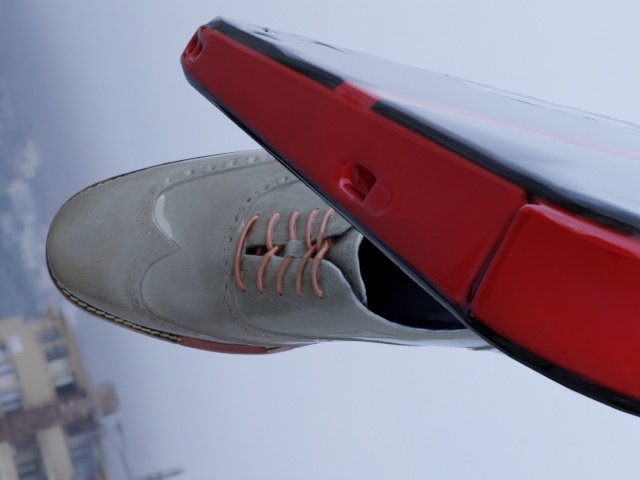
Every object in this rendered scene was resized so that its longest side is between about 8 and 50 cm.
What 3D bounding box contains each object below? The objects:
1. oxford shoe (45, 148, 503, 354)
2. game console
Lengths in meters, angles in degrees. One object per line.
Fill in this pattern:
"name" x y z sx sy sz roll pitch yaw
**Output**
"oxford shoe" 0.000 0.000 0.972 0.146 0.397 0.140 28 63 -74
"game console" 0.166 0.002 0.651 0.342 0.386 0.060 35 -69 58
